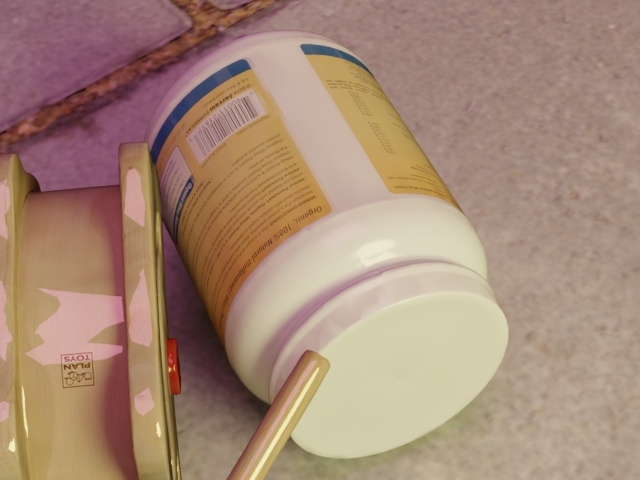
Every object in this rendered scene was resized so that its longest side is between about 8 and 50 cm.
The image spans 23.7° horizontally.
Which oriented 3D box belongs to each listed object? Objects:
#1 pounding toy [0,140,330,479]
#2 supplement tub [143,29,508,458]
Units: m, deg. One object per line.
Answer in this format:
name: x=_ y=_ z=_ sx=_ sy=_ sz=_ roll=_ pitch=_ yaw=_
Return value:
pounding toy: x=-0.075 y=0.079 z=0.728 sx=0.154 sy=0.154 sz=0.270 roll=-5 pitch=63 yaw=-3
supplement tub: x=0.000 y=0.000 z=0.808 sx=0.144 sy=0.144 sz=0.200 roll=-18 pitch=51 yaw=-14
